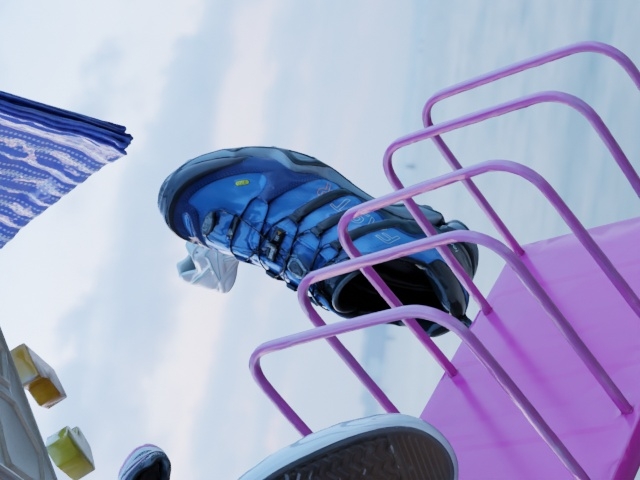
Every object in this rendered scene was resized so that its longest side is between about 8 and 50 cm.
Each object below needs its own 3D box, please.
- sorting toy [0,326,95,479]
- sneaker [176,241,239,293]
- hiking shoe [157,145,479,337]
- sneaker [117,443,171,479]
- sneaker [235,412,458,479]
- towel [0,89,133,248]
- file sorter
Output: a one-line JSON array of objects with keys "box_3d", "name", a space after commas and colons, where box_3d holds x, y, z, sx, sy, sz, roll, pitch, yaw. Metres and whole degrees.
[{"box_3d": [-0.228, 0.104, 1.057, 0.229, 0.041, 0.307, 58, 179, 29], "name": "sorting toy"}, {"box_3d": [-0.106, 0.000, 1.640, 0.053, 0.061, 0.152, -105, 31, -43], "name": "sneaker"}, {"box_3d": [0.000, 0.000, 1.404, 0.132, 0.304, 0.113, -83, 8, -62], "name": "hiking shoe"}, {"box_3d": [-0.218, 0.312, 1.757, 0.077, 0.072, 0.178, 157, 132, -71], "name": "sneaker"}, {"box_3d": [-0.041, 0.192, 1.000, 0.106, 0.290, 0.123, 52, -170, -11], "name": "sneaker"}, {"box_3d": [-0.426, -0.085, 2.003, 0.336, 0.243, 0.040, -32, 55, 40], "name": "towel"}, {"box_3d": [0.118, 0.028, 1.049, 0.182, 0.202, 0.290, 52, -131, -21], "name": "file sorter"}]
